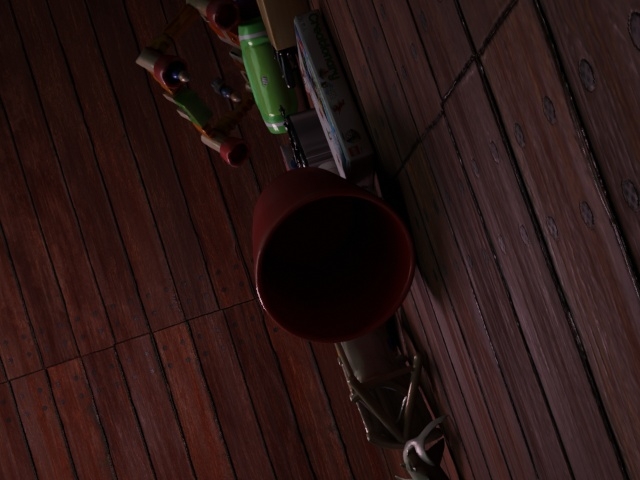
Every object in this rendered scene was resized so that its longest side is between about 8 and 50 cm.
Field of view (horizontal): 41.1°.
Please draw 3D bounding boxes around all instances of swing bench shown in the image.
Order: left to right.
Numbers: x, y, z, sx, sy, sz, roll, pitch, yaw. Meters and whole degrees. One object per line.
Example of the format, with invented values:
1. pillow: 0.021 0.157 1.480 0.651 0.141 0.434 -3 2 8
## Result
1. swing bench: 0.124 0.274 1.799 0.253 0.165 0.254 -114 7 -54

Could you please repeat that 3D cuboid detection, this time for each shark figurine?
1. shark figurine: 0.221 0.434 1.722 0.166 0.116 0.278 18 144 42

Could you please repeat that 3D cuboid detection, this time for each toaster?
1. toaster: -0.005 -0.191 1.864 0.185 0.110 0.168 76 174 -49

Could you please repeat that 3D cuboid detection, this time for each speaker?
1. speaker: -0.124 -0.440 2.263 0.131 0.131 0.296 -117 10 -67

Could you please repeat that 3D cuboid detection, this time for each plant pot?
1. plant pot: 0.000 0.000 1.470 0.243 0.275 0.275 -120 13 -63

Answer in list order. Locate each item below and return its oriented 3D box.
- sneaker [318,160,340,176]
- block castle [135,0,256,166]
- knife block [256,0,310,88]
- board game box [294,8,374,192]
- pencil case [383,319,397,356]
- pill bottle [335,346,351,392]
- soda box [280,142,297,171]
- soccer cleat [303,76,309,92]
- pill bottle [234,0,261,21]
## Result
1. sneaker: 0.081 -0.021 1.667 0.305 0.114 0.152 68 162 3
2. block castle: -0.269 -0.446 2.404 0.213 0.303 0.453 32 167 36
3. knife block: -0.063 -0.441 1.719 0.275 0.088 0.242 88 163 -75
4. board game box: 0.026 -0.249 1.591 0.193 0.053 0.305 82 169 -73
5. pencil case: 0.100 0.167 1.971 0.133 0.119 0.306 -104 -2 -49
6. pill bottle: 0.130 0.331 2.174 0.136 0.136 0.245 112 140 -84
7. soda box: -0.046 -0.187 2.655 0.092 0.083 0.263 77 173 -57
8. soccer cleat: -0.025 -0.366 1.964 0.083 0.029 0.035 -106 -4 -54
9. pill bottle: -0.205 -0.679 2.444 0.108 0.108 0.193 -114 7 -57
